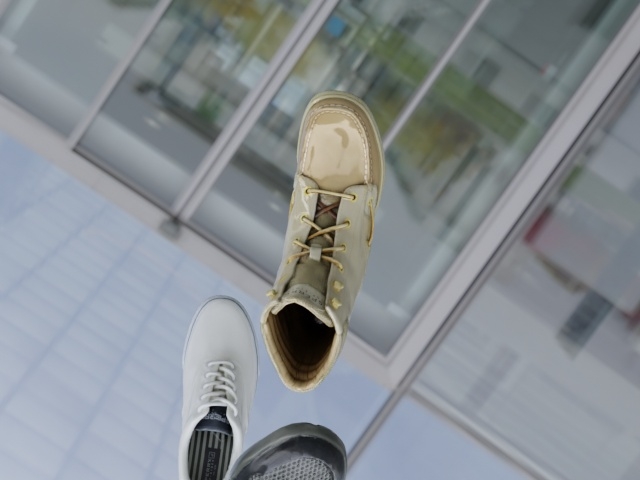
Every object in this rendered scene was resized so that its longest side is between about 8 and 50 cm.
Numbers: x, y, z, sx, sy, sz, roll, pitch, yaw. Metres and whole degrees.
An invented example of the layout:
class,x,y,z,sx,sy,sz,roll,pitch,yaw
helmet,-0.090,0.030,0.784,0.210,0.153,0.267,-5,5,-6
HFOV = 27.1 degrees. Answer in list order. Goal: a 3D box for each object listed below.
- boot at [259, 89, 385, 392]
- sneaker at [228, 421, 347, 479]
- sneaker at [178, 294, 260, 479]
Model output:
class,x,y,z,sx,sy,sz,roll,pitch,yaw
boot,0.000,0.000,1.342,0.095,0.262,0.203,10,-150,7
sneaker,-0.050,0.239,0.946,0.087,0.227,0.130,31,-158,-21
sneaker,-0.115,0.188,1.538,0.094,0.258,0.091,3,169,-9
